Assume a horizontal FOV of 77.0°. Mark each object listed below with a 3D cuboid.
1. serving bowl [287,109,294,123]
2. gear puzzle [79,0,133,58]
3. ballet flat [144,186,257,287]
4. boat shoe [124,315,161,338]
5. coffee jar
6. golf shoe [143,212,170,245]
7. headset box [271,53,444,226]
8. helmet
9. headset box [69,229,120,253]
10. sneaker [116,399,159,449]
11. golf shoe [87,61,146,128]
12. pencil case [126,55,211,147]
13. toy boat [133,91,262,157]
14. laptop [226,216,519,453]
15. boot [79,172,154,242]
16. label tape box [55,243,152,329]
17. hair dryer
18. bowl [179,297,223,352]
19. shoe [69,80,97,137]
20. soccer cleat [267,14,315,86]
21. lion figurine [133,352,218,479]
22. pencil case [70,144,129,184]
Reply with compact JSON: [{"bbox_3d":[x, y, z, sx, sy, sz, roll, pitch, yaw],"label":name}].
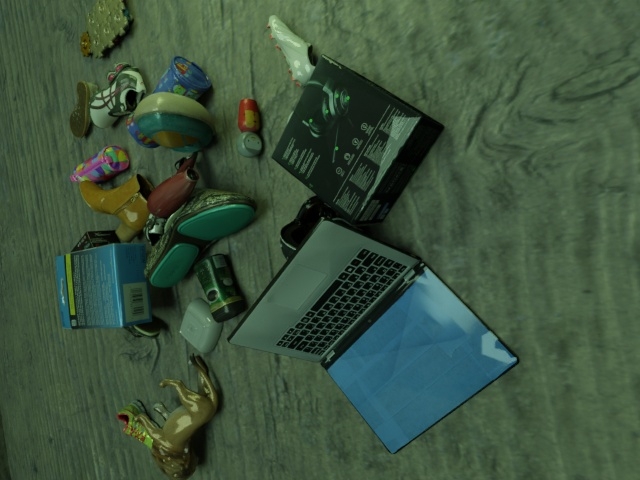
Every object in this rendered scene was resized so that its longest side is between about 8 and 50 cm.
[{"bbox_3d":[-0.051,-0.284,0.981,0.084,0.027,0.083,4,98,34],"label":"serving bowl"},{"bbox_3d":[-0.755,-0.733,1.405,0.339,0.044,0.175,-15,88,37],"label":"gear puzzle"},{"bbox_3d":[-0.368,-0.042,1.154,0.483,0.164,0.181,-37,55,32],"label":"ballet flat"},{"bbox_3d":[-0.620,0.298,1.393,0.224,0.080,0.073,15,108,37],"label":"boat shoe"},{"bbox_3d":[-0.286,0.137,1.148,0.096,0.079,0.184,-30,77,28],"label":"coffee jar"},{"bbox_3d":[-0.501,-0.069,1.263,0.198,0.077,0.093,-62,38,32],"label":"golf shoe"},{"bbox_3d":[0.061,-0.211,0.851,0.283,0.131,0.246,41,115,24],"label":"headset box"},{"bbox_3d":[0.000,0.000,0.888,0.169,0.169,0.161,43,105,23],"label":"helmet"},{"bbox_3d":[-0.797,0.141,1.471,0.218,0.110,0.293,-37,74,29],"label":"headset box"},{"bbox_3d":[-0.650,0.674,1.434,0.209,0.094,0.081,36,112,24],"label":"sneaker"},{"bbox_3d":[-0.681,-0.458,1.344,0.273,0.105,0.120,-41,80,30],"label":"golf shoe"},{"bbox_3d":[-0.452,-0.402,1.185,0.306,0.119,0.133,-32,38,32],"label":"pencil case"},{"bbox_3d":[-0.313,-0.289,1.053,0.319,0.267,0.147,-1,91,2],"label":"toy boat"},{"bbox_3d":[0.084,0.220,0.824,0.381,0.408,0.236,-52,33,26],"label":"laptop"},{"bbox_3d":[-0.675,-0.158,1.367,0.295,0.104,0.211,48,112,8],"label":"boot"},{"bbox_3d":[-0.700,0.151,1.288,0.348,0.115,0.248,-9,86,33],"label":"label tape box"},{"bbox_3d":[-0.396,-0.165,1.091,0.294,0.080,0.223,19,81,57],"label":"hair dryer"},{"bbox_3d":[-0.374,0.265,1.236,0.142,0.053,0.142,34,111,26],"label":"bowl"},{"bbox_3d":[-0.879,-0.485,1.505,0.077,0.058,0.218,31,116,6],"label":"shoe"},{"bbox_3d":[-0.060,-0.457,0.954,0.076,0.068,0.196,-29,80,17],"label":"soccer cleat"},{"bbox_3d":[-0.416,0.554,1.243,0.240,0.142,0.392,41,111,16],"label":"lion figurine"},{"bbox_3d":[-0.784,-0.258,1.433,0.237,0.105,0.104,-16,85,33],"label":"pencil case"}]
